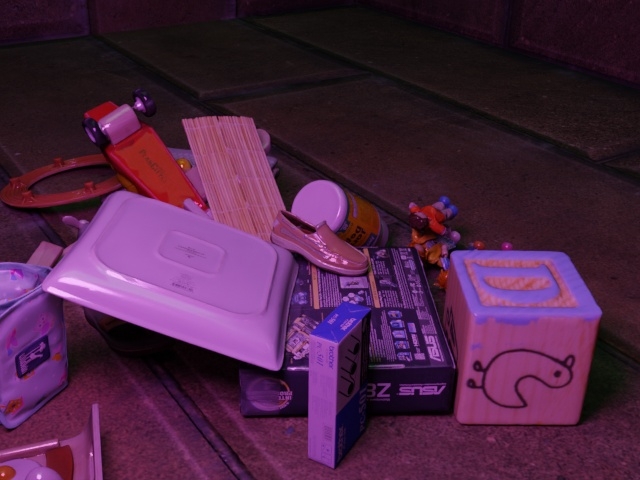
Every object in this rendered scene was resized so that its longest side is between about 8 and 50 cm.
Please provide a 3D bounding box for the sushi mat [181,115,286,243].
[{"bbox_3d":[-0.152,-0.109,1.509,0.151,0.019,0.316,-5,58,-27],"label":"sushi mat"}]

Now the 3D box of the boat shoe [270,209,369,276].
[{"bbox_3d":[0.000,0.000,1.397,0.190,0.072,0.068,21,27,15],"label":"boat shoe"}]

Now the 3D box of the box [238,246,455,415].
[{"bbox_3d":[0.031,0.132,1.340,0.318,0.097,0.395,1,27,-4],"label":"box"}]

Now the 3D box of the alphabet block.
[{"bbox_3d":[0.292,0.143,1.221,0.192,0.197,0.193,1,27,1],"label":"alphabet block"}]

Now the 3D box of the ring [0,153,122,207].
[{"bbox_3d":[-0.573,-0.153,1.872,0.337,0.032,0.336,-8,24,4],"label":"ring"}]

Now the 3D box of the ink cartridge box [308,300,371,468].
[{"bbox_3d":[0.026,0.196,1.094,0.046,0.207,0.097,15,31,26],"label":"ink cartridge box"}]

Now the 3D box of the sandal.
[{"bbox_3d":[-0.331,0.132,1.363,0.090,0.060,0.219,-20,34,-35],"label":"sandal"}]

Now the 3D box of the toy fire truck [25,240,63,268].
[{"bbox_3d":[-0.583,0.055,1.391,0.217,0.158,0.246,37,10,5],"label":"toy fire truck"}]

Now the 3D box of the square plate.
[{"bbox_3d":[-0.202,0.038,1.241,0.347,0.049,0.344,20,24,-6],"label":"square plate"}]

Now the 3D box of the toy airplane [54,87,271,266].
[{"bbox_3d":[-0.305,-0.083,1.615,0.386,0.272,0.384,7,66,-6],"label":"toy airplane"}]

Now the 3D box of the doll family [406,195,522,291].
[{"bbox_3d":[0.257,0.033,1.554,0.263,0.118,0.163,37,34,22],"label":"doll family"}]

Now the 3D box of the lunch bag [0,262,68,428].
[{"bbox_3d":[-0.491,0.153,1.140,0.262,0.223,0.160,-9,35,-23],"label":"lunch bag"}]

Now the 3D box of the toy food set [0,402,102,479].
[{"bbox_3d":[-0.420,0.299,0.979,0.306,0.092,0.220,-9,25,-14],"label":"toy food set"}]

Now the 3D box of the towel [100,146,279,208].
[{"bbox_3d":[-0.295,-0.139,1.896,0.332,0.053,0.317,8,28,14],"label":"towel"}]

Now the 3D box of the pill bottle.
[{"bbox_3d":[0.046,-0.033,1.557,0.117,0.117,0.208,23,-1,35],"label":"pill bottle"}]
